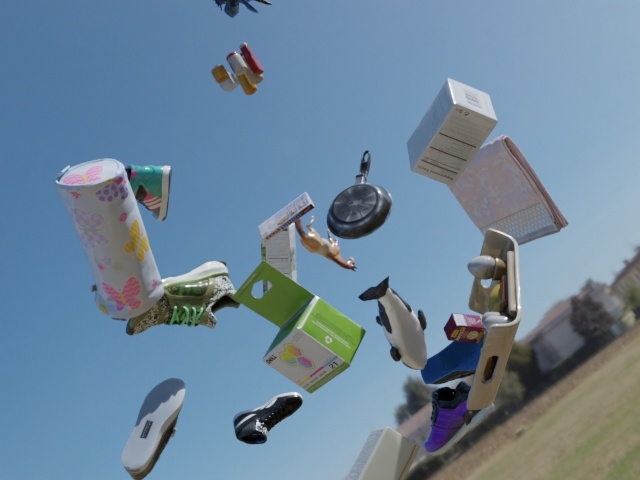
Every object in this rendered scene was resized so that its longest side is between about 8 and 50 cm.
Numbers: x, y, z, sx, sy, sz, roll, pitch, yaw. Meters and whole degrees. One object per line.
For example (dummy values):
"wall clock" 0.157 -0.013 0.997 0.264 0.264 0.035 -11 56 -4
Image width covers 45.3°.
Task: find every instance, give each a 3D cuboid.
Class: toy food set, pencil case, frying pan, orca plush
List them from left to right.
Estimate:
"pencil case" -0.355 -0.001 1.300 0.113 0.124 0.273 -52 -41 -51
"toy food set" -0.237 -0.490 2.156 0.111 0.104 0.232 -33 -10 20
"frying pan" 0.133 -0.140 2.169 0.326 0.197 0.053 -60 -39 -24
"orca plush" 0.162 0.206 1.854 0.287 0.102 0.151 45 -120 -40
"toy food set" 0.319 0.149 1.496 0.306 0.093 0.219 -72 -10 -53

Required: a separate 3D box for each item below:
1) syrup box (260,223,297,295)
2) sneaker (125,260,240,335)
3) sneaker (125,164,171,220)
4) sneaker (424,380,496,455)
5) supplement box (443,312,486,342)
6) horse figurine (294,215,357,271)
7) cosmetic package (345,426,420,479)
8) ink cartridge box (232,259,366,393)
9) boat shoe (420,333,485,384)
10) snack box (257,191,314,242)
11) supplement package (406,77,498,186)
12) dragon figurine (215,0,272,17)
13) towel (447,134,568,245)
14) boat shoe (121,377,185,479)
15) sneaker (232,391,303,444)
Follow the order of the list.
"syrup box" -0.129 0.064 2.387 0.096 0.236 0.093 -2 6 8
"sneaker" -0.396 0.202 2.323 0.410 0.182 0.158 -28 -26 -41
"sneaker" -0.592 -0.158 2.548 0.179 0.123 0.295 6 -29 -11
"sneaker" 0.359 0.487 2.160 0.102 0.146 0.293 -31 -18 -46
"supplement box" 0.341 0.207 1.809 0.083 0.043 0.055 7 -50 -18
"horse figurine" 0.000 0.000 2.560 0.263 0.174 0.066 32 -59 -29
"cosmetic package" 0.133 0.669 2.074 0.309 0.113 0.160 -59 1 -21
"ink cartridge box" -0.066 0.182 1.575 0.189 0.255 0.097 -47 11 51
"boat shoe" 0.360 0.288 1.915 0.089 0.109 0.258 8 -24 -39
"snack box" -0.100 -0.067 2.209 0.178 0.064 0.022 -35 -52 9
"supplement package" 0.267 -0.221 1.582 0.105 0.105 0.179 18 -51 -17
"dragon figurine" -0.215 -0.647 2.049 0.085 0.144 0.289 -6 -12 15
"towel" 0.528 -0.125 2.260 0.053 0.317 0.332 -35 2 -27
"boat shoe" -0.471 0.547 2.222 0.105 0.113 0.306 85 -164 -48
"sneaker" -0.142 0.525 2.214 0.217 0.121 0.079 -23 -63 -3
